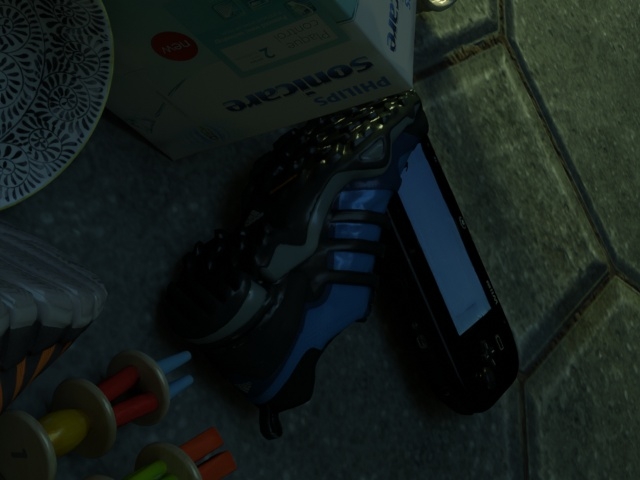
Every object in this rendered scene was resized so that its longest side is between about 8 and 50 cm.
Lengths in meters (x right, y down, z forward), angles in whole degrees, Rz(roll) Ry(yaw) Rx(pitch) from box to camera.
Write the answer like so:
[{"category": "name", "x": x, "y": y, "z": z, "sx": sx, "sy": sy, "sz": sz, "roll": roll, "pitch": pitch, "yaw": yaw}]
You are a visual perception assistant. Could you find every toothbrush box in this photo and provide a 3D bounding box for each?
[{"category": "toothbrush box", "x": -0.098, "y": -0.196, "z": 0.703, "sx": 0.295, "sy": 0.216, "sz": 0.126, "roll": 39, "pitch": 47, "yaw": -47}]

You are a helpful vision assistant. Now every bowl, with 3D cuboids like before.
[{"category": "bowl", "x": -0.214, "y": -0.106, "z": 0.640, "sx": 0.080, "sy": 0.170, "sz": 0.170, "roll": 35, "pitch": 21, "yaw": 34}]

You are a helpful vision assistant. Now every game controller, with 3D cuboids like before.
[{"category": "game controller", "x": 0.099, "y": 0.000, "z": 1.008, "sx": 0.166, "sy": 0.067, "sz": 0.319, "roll": -24, "pitch": 92, "yaw": -53}]

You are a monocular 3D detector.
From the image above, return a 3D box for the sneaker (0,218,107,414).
[{"category": "sneaker", "x": -0.217, "y": 0.084, "z": 0.538, "sx": 0.124, "sy": 0.180, "sz": 0.321, "roll": 29, "pitch": 9, "yaw": 2}]

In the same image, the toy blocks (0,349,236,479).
[{"category": "toy blocks", "x": -0.105, "y": 0.120, "z": 0.663, "sx": 0.123, "sy": 0.054, "sz": 0.148, "roll": 31, "pitch": 30, "yaw": 23}]

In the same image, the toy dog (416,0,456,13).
[{"category": "toy dog", "x": 0.063, "y": -0.372, "z": 1.087, "sx": 0.161, "sy": 0.220, "sz": 0.333, "roll": 44, "pitch": 22, "yaw": 22}]

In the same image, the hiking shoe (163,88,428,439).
[{"category": "hiking shoe", "x": 0.000, "y": 0.000, "z": 0.850, "sx": 0.304, "sy": 0.113, "sz": 0.132, "roll": -50, "pitch": 123, "yaw": -32}]
